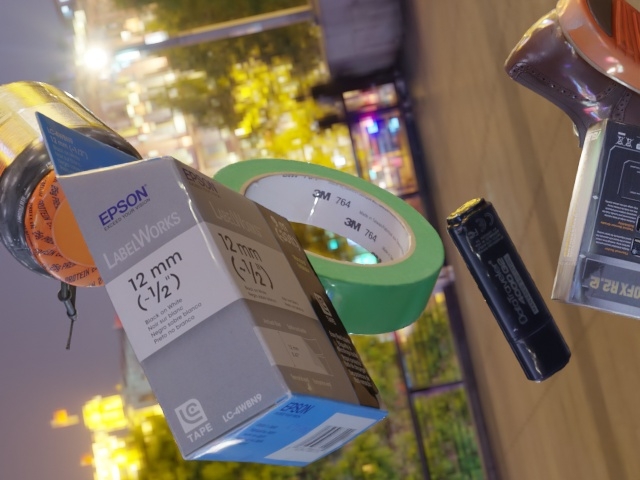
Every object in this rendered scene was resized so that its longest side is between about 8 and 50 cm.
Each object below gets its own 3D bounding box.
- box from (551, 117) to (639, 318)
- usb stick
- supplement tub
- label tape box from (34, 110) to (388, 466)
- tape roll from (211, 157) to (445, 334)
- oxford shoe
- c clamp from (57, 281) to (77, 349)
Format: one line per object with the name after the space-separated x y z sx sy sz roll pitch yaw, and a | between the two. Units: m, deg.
0.359 -0.004 1.118 0.056 0.231 0.183 173 109 -85 | box
0.263 0.072 1.590 0.278 0.077 0.045 60 169 -14 | usb stick
-0.349 -0.076 1.512 0.338 0.207 0.207 37 145 53 | supplement tub
-0.094 0.027 1.046 0.347 0.115 0.249 64 -166 20 | label tape box
0.000 0.000 1.494 0.321 0.321 0.077 -101 25 -60 | tape roll
0.358 -0.148 1.275 0.364 0.133 0.130 31 -137 -27 | oxford shoe
-0.404 0.086 1.848 0.160 0.022 0.137 100 171 -64 | c clamp
